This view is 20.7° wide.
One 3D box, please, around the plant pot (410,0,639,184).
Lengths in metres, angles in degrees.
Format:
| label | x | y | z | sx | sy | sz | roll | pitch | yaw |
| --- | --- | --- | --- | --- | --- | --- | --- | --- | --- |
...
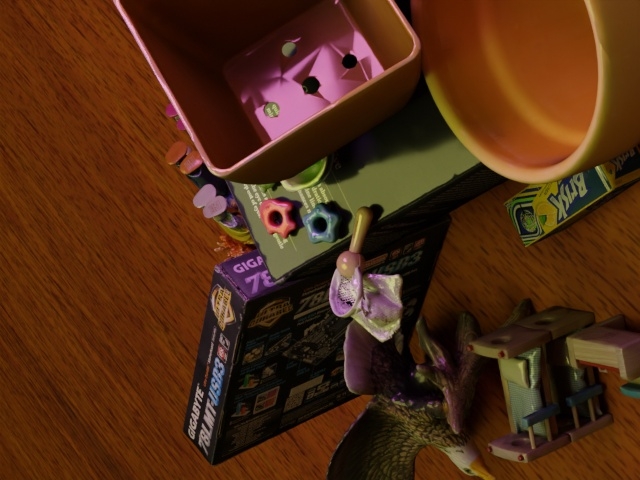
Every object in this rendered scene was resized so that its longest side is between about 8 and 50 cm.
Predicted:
| label | x | y | z | sx | sy | sz | roll | pitch | yaw |
| --- | --- | --- | --- | --- | --- | --- | --- | --- | --- |
| plant pot | 0.245 | -0.202 | 1.528 | 0.254 | 0.239 | 0.254 | 34 | 134 | 44 |

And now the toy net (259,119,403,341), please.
| label | x | y | z | sx | sy | sz | roll | pitch | yaw |
| --- | --- | --- | --- | --- | --- | --- | --- | --- | --- |
| toy net | 0.000 | 0.000 | 1.729 | 0.122 | 0.045 | 0.232 | -28 | 83 | 29 |

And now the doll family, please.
| label | x | y | z | sx | sy | sz | roll | pitch | yaw |
| --- | --- | --- | --- | --- | --- | --- | --- | --- | --- |
| doll family | -0.128 | -0.062 | 2.299 | 0.263 | 0.118 | 0.163 | 50 | -174 | 32 |

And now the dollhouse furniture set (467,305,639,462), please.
| label | x | y | z | sx | sy | sz | roll | pitch | yaw |
| --- | --- | --- | --- | --- | --- | --- | --- | --- | --- |
| dollhouse furniture set | 0.265 | 0.156 | 1.814 | 0.183 | 0.129 | 0.129 | 8 | 114 | 56 |

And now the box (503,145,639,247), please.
| label | x | y | z | sx | sy | sz | roll | pitch | yaw |
| --- | --- | --- | --- | --- | --- | --- | --- | --- | --- |
| box | 0.257 | -0.052 | 1.773 | 0.054 | 0.059 | 0.169 | 62 | 149 | 8 |

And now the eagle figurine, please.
| label | x | y | z | sx | sy | sz | roll | pitch | yaw |
| --- | --- | --- | --- | --- | --- | --- | --- | --- | --- |
| eagle figurine | 0.106 | 0.206 | 1.993 | 0.298 | 0.226 | 0.225 | -48 | 56 | 58 |

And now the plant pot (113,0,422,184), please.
| label | x | y | z | sx | sy | sz | roll | pitch | yaw |
| --- | --- | --- | --- | --- | --- | --- | --- | --- | --- |
| plant pot | -0.030 | -0.172 | 1.615 | 0.212 | 0.212 | 0.187 | 60 | -176 | 18 |

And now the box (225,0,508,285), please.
| label | x | y | z | sx | sy | sz | roll | pitch | yaw |
| --- | --- | --- | --- | --- | --- | --- | --- | --- | --- |
| box | 0.041 | -0.178 | 1.814 | 0.312 | 0.179 | 0.343 | -29 | 81 | 31 |

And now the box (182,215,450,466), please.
| label | x | y | z | sx | sy | sz | roll | pitch | yaw |
| --- | --- | --- | --- | --- | --- | --- | --- | --- | --- |
| box | -0.008 | 0.101 | 2.057 | 0.073 | 0.295 | 0.293 | 47 | 143 | 30 |
